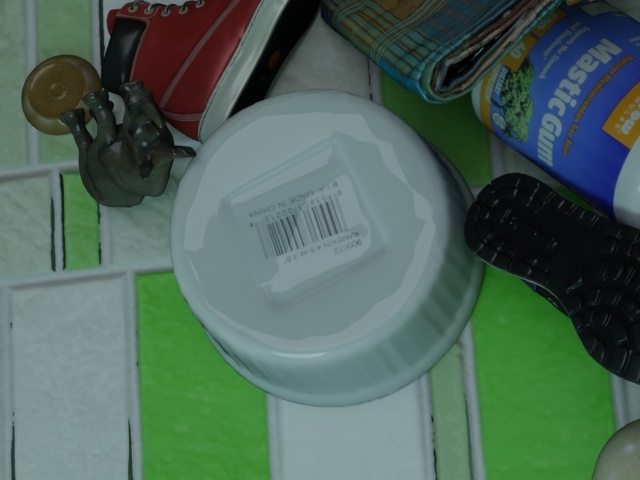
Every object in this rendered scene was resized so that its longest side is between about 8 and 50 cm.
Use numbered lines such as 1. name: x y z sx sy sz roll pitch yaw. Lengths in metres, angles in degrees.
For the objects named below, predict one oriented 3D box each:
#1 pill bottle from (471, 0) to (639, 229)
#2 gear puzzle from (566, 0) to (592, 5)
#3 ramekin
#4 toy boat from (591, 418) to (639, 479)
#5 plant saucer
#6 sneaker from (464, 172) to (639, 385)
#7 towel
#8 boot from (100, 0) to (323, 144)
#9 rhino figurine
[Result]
1. pill bottle: 0.269 -0.093 1.475 0.152 0.152 0.272 -48 55 -3
2. gear puzzle: 0.200 -0.252 1.493 0.175 0.339 0.044 -29 110 4
3. ramekin: 0.000 0.000 1.551 0.277 0.135 0.277 -3 75 11
4. toy boat: 0.363 0.168 1.437 0.267 0.148 0.318 7 85 19
5. plant saucer: -0.254 -0.144 1.706 0.083 0.015 0.083 -3 75 11
6. sneaker: 0.250 0.042 1.451 0.107 0.124 0.283 -52 44 6
7. towel: 0.135 -0.250 1.494 0.271 0.370 0.040 -43 113 2
8. boot: -0.103 -0.225 1.660 0.176 0.088 0.244 30 87 19
9. rhino figurine: -0.169 -0.087 1.571 0.073 0.243 0.106 -21 92 -20
